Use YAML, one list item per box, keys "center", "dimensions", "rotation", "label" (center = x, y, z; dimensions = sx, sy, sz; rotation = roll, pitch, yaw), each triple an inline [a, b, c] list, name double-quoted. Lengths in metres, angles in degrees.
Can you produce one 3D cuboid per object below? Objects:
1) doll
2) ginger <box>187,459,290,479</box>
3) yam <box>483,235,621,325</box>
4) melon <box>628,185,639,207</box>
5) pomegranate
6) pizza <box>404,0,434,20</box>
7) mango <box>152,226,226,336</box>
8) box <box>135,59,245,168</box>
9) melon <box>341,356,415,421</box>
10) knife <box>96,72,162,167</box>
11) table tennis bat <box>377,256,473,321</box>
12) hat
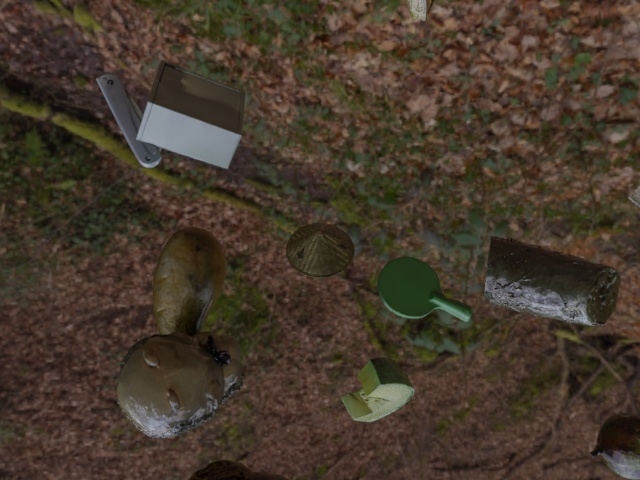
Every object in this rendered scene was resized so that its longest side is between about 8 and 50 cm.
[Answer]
- center: [-0.310, 0.323, 1.463]
  dimensions: [0.247, 0.247, 0.349]
  rotation: [-3, 172, 20]
  label: "doll"
- center: [-0.197, 0.630, 1.346]
  dimensions: [0.274, 0.357, 0.152]
  rotation: [32, 128, 0]
  label: "ginger"
- center: [0.304, 0.057, 0.847]
  dimensions: [0.183, 0.107, 0.107]
  rotation: [13, 176, 31]
  label: "yam"
- center: [0.781, -0.096, 1.348]
  dimensions: [0.202, 0.093, 0.139]
  rotation: [18, -164, 16]
  label: "melon"
- center: [0.783, 0.495, 1.508]
  dimensions: [0.220, 0.156, 0.156]
  rotation: [-26, 155, 34]
  label: "pomegranate"
- center: [0.208, -0.592, 1.316]
  dimensions: [0.081, 0.188, 0.204]
  rotation: [10, 146, 15]
  label: "pizza"
- center: [-0.358, 0.128, 1.667]
  dimensions: [0.176, 0.329, 0.176]
  rotation: [11, -176, -30]
  label: "mango"
- center: [-0.313, -0.305, 1.522]
  dimensions: [0.225, 0.225, 0.117]
  rotation: [18, 126, -18]
  label: "box"
- center: [0.109, 0.285, 1.168]
  dimensions: [0.118, 0.064, 0.209]
  rotation: [-4, 145, -28]
  label: "melon"
- center: [-0.483, -0.308, 1.584]
  dimensions: [0.073, 0.265, 0.040]
  rotation: [-30, -179, -9]
  label: "knife"
- center: [0.269, 0.139, 1.585]
  dimensions: [0.257, 0.160, 0.039]
  rotation: [24, 160, 4]
  label: "table tennis bat"
- center: [0.000, 0.000, 1.284]
  dimensions: [0.146, 0.146, 0.067]
  rotation: [2, 142, 1]
  label: "hat"
